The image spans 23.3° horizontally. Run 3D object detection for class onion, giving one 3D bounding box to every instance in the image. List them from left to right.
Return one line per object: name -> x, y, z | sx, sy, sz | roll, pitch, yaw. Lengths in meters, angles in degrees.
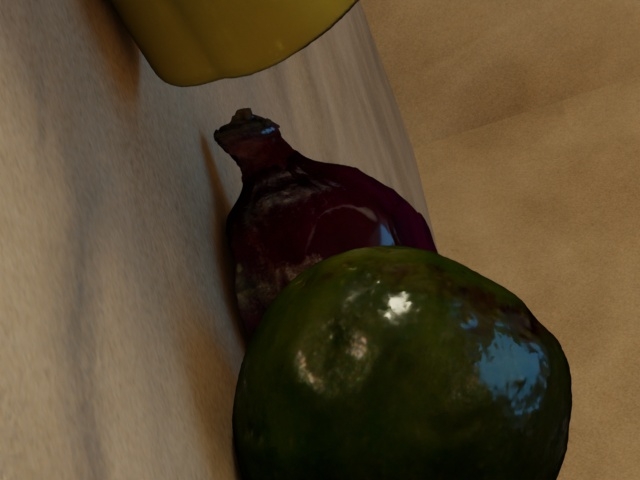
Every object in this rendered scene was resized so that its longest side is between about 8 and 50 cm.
onion -> 0.000, 0.000, 1.092 | 0.195, 0.140, 0.218 | 13, 56, -74

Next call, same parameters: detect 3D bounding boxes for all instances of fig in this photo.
fig -> 0.043, 0.131, 0.885 | 0.195, 0.195, 0.245 | 55, 38, -67

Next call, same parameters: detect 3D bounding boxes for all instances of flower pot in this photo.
flower pot -> -0.067, -0.217, 0.912 | 0.179, 0.195, 0.195 | 54, 17, -34
